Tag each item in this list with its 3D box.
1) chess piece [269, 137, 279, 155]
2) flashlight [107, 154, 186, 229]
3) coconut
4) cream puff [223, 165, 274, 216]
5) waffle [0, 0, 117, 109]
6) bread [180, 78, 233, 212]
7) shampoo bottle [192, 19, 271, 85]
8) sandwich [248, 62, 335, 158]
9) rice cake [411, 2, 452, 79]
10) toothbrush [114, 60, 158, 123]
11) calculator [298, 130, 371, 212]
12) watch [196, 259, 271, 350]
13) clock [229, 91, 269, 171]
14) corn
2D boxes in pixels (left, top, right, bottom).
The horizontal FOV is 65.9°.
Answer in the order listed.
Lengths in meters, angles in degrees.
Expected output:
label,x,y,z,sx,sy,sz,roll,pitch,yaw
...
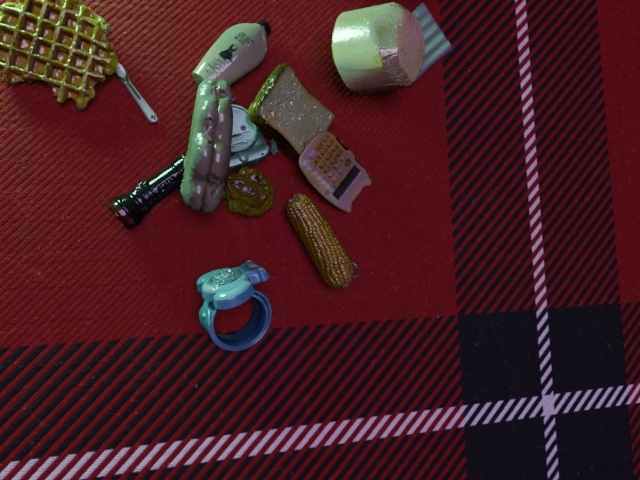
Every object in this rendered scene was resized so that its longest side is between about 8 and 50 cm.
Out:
label,x,y,z,sx,sy,sz,roll,pitch,yaw
chess piece,-0.130,-0.284,1.382,0.042,0.042,0.093,0,93,-15
flashlight,-0.425,-0.130,1.266,0.232,0.093,0.093,-43,97,-16
coconut,0.146,-0.526,1.376,0.239,0.244,0.239,-10,102,-53
cream puff,-0.189,-0.134,1.316,0.146,0.116,0.146,1,83,-12
waffle,-0.669,-0.480,1.228,0.301,0.058,0.281,40,85,-8
bread,-0.267,-0.239,1.203,0.102,0.183,0.337,7,85,-22
shampoo bottle,-0.231,-0.509,1.349,0.127,0.078,0.257,40,74,1
sandwich,-0.076,-0.345,1.347,0.214,0.065,0.186,38,77,-33
rice cake,0.297,-0.604,1.517,0.198,0.037,0.189,-37,95,-15
toothbrush,-0.521,-0.437,1.292,0.030,0.030,0.304,-35,95,-14
calculator,0.035,-0.198,1.391,0.236,0.033,0.157,45,76,-28
watch,-0.212,0.174,1.267,0.211,0.211,0.193,-18,111,-15
clock,-0.243,-0.299,1.338,0.159,0.066,0.211,-22,91,-16
corn,0.000,0.000,1.361,0.106,0.106,0.293,-32,93,-15
